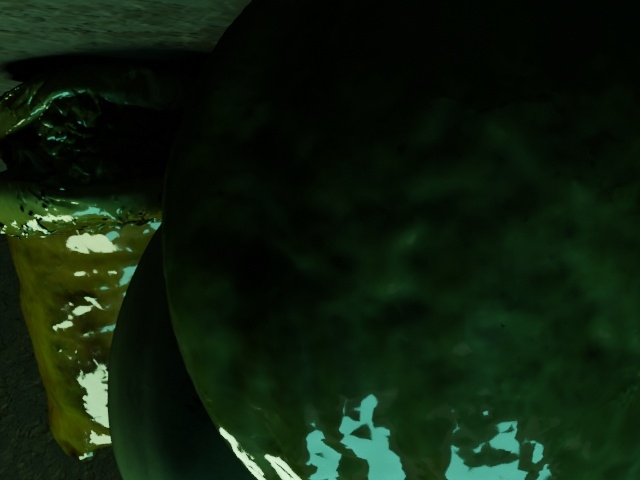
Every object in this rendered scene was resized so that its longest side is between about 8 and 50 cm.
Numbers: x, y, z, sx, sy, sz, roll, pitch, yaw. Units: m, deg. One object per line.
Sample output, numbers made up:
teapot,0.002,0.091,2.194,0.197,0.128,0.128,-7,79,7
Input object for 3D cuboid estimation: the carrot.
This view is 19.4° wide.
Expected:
carrot,-0.178,0.026,1.808,0.241,0.341,0.241,-4,-153,2

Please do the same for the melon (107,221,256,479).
melon,-0.005,0.077,1.162,0.271,0.308,0.272,20,-171,-3

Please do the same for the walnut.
walnut,0.058,0.001,0.775,0.282,0.283,0.227,2,-170,-17

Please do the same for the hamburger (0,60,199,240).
hamburger,-0.141,-0.055,1.249,0.185,0.113,0.177,1,176,16
